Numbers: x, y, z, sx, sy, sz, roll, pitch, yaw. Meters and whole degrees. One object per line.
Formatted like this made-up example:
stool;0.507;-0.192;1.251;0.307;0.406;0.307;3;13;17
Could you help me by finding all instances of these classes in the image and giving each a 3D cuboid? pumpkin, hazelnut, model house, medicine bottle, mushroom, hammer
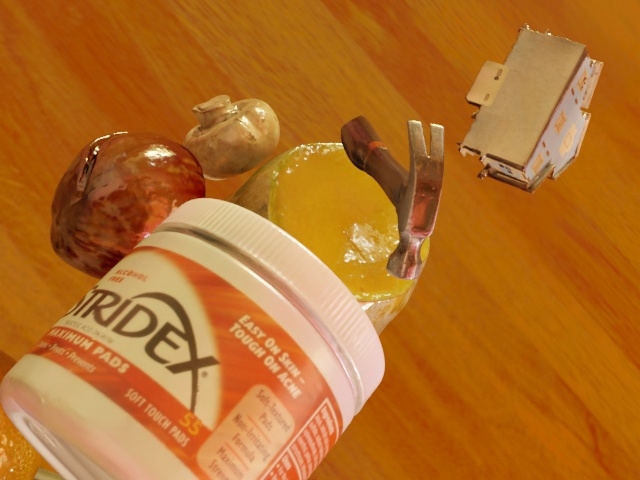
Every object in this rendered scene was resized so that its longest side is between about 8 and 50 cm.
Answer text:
pumpkin;0.000;0.000;1.463;0.332;0.332;0.199;44;139;7
hazelnut;-0.263;-0.036;1.329;0.218;0.218;0.234;33;125;9
model house;0.358;-0.206;1.653;0.178;0.206;0.271;23;84;30
medicine bottle;-0.110;0.130;0.845;0.252;0.252;0.241;37;62;9
mushroom;-0.146;-0.172;1.560;0.166;0.166;0.127;-20;118;14
hammer;0.066;-0.080;0.994;0.037;0.290;0.137;8;111;-15

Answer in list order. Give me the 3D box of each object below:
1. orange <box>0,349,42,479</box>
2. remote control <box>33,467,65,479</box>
orange;-0.499;0.259;1.266;0.274;0.274;0.274;1;94;14
remote control;-0.359;0.422;1.392;0.296;0.056;0.140;17;94;10
